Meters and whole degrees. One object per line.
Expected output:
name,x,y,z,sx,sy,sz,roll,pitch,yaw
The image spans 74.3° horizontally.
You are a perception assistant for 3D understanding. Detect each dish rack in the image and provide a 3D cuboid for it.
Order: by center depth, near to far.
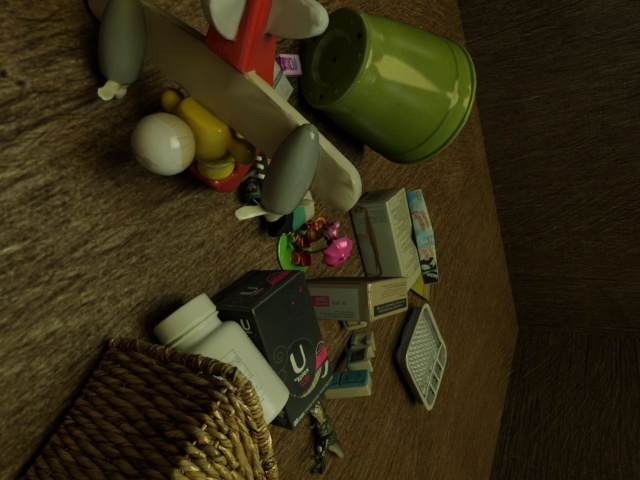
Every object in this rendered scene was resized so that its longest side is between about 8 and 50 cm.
dish rack,0.374,0.429,1.575,0.285,0.072,0.332,-56,131,-39

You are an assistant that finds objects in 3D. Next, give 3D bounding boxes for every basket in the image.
basket,-0.195,0.289,0.576,0.213,0.299,0.223,54,48,-39

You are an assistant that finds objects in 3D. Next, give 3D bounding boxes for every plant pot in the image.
plant pot,0.147,-0.414,1.103,0.353,0.367,0.366,5,84,-42

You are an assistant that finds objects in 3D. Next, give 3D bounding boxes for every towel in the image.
towel,0.369,0.154,1.631,0.237,0.021,0.102,34,56,-48

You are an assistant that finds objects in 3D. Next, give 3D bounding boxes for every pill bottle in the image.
pill bottle,-0.169,0.209,0.708,0.229,0.131,0.131,53,41,0

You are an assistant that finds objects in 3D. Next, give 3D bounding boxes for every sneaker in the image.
sneaker,-0.116,-0.146,0.879,0.121,0.108,0.302,-43,116,-39

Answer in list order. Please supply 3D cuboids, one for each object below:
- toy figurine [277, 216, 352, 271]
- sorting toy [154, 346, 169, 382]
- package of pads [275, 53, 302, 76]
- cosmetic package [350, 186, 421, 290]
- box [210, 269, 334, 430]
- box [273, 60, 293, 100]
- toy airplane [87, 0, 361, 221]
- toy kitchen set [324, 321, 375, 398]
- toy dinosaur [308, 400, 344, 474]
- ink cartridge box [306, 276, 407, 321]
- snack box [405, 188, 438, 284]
toy figurine,0.000,0.000,0.990,0.130,0.159,0.173,6,82,-55
sorting toy,-0.269,0.216,0.725,0.083,0.012,0.062,-23,105,-53
package of pads,-0.080,-0.418,1.008,0.083,0.032,0.050,-31,110,-51
cosmetic package,0.206,0.000,1.309,0.153,0.129,0.296,-38,118,-51
box,-0.097,0.212,0.855,0.165,0.143,0.270,-38,118,-50
box,-0.143,-0.354,0.911,0.186,0.038,0.145,51,49,-39
toy airplane,-0.151,-0.202,0.604,0.272,0.386,0.384,-47,129,-26
toy kitchen set,0.064,0.285,1.137,0.207,0.122,0.166,-68,143,-61
toy dinosaur,0.011,0.519,1.070,0.118,0.064,0.268,-59,137,-47
ink cartridge box,0.062,0.134,1.005,0.193,0.235,0.088,-1,89,-54
snack box,0.354,-0.003,1.462,0.322,0.060,0.187,63,17,-53
